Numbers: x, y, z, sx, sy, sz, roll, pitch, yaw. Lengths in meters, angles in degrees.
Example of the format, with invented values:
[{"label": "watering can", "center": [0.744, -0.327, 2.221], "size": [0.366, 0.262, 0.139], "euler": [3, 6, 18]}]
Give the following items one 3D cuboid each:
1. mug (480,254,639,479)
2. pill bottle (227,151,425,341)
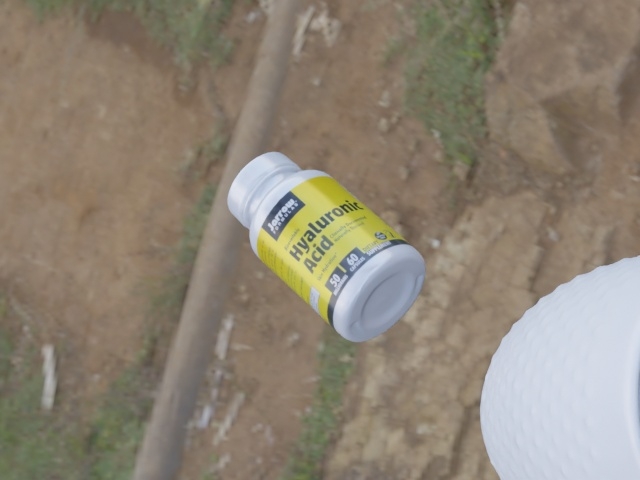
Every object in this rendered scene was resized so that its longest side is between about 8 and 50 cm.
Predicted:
[{"label": "mug", "center": [0.330, 0.184, 1.315], "size": [0.276, 0.374, 0.328], "euler": [-52, 13, -21]}, {"label": "pill bottle", "center": [0.000, 0.000, 0.843], "size": [0.116, 0.065, 0.065], "euler": [41, 105, 31]}]
